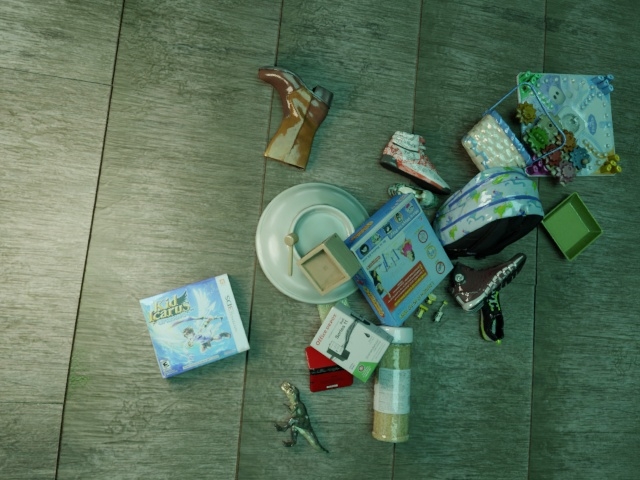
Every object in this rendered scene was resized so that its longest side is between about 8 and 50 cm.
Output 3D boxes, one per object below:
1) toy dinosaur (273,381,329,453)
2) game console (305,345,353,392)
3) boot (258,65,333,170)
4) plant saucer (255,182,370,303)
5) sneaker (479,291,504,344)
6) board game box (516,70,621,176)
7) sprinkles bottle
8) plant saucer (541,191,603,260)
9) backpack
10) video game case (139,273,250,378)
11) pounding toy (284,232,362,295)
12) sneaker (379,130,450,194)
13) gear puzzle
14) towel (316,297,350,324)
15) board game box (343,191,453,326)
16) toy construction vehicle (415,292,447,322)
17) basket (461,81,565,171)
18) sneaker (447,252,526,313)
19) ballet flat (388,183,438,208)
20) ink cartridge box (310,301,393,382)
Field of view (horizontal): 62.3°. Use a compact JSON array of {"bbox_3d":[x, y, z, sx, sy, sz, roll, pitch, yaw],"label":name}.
[{"bbox_3d":[-0.075,0.578,1.643,0.118,0.064,0.268,-27,95,-20],"label":"toy dinosaur"},{"bbox_3d":[0.028,0.407,1.703,0.144,0.085,0.124,-6,118,-13],"label":"game console"},{"bbox_3d":[-0.122,-0.397,1.720,0.264,0.096,0.280,24,88,-17],"label":"boot"},{"bbox_3d":[0.000,0.000,1.673,0.401,0.100,0.399,2,80,-13],"label":"plant saucer"},{"bbox_3d":[0.593,0.236,1.803,0.084,0.097,0.234,-5,86,-14],"label":"sneaker"},{"bbox_3d":[0.927,-0.433,1.961,0.391,0.050,0.389,-2,86,-13],"label":"board game box"},{"bbox_3d":[0.230,0.450,1.689,0.121,0.121,0.354,4,84,-12],"label":"sprinkles bottle"},{"bbox_3d":[0.903,-0.049,1.925,0.188,0.045,0.188,-37,93,-13],"label":"plant saucer"},{"bbox_3d":[0.539,-0.080,1.687,0.291,0.355,0.273,2,84,-12],"label":"backpack"},{"bbox_3d":[-0.377,0.254,1.601,0.270,0.061,0.244,-17,88,-13],"label":"video game case"},{"bbox_3d":[-0.014,0.050,1.555,0.206,0.181,0.094,52,38,-2],"label":"pounding toy"},{"bbox_3d":[0.346,-0.268,1.795,0.270,0.090,0.144,26,82,-7],"label":"sneaker"},{"bbox_3d":[0.824,-0.367,1.884,0.175,0.044,0.339,-43,95,-12],"label":"gear puzzle"},{"bbox_3d":[0.036,0.194,1.717,0.110,0.027,0.148,-17,89,-14],"label":"towel"},{"bbox_3d":[0.243,0.058,1.676,0.308,0.086,0.301,-40,109,-27],"label":"board game box"},{"bbox_3d":[0.375,0.233,1.790,0.086,0.035,0.098,28,77,2],"label":"toy construction vehicle"},{"bbox_3d":[0.642,-0.356,1.796,0.289,0.201,0.254,-33,94,18],"label":"basket"},{"bbox_3d":[0.543,0.102,1.776,0.281,0.106,0.162,-39,60,-10],"label":"sneaker"},{"bbox_3d":[0.323,-0.151,1.793,0.189,0.070,0.070,10,83,-12],"label":"ballet flat"},{"bbox_3d":[0.096,0.311,1.633,0.209,0.087,0.153,32,101,13],"label":"ink cartridge box"}]
